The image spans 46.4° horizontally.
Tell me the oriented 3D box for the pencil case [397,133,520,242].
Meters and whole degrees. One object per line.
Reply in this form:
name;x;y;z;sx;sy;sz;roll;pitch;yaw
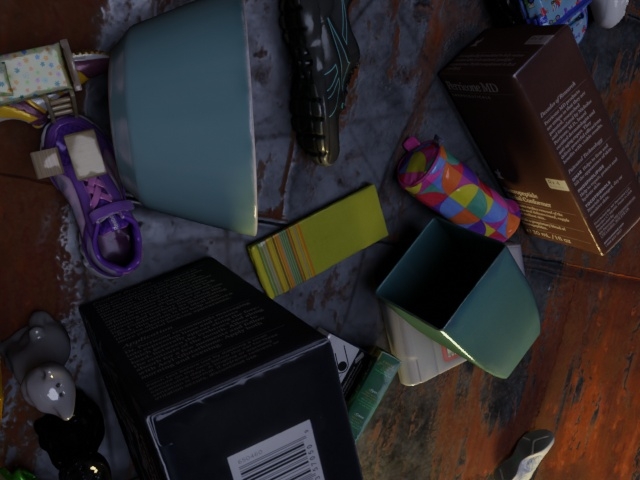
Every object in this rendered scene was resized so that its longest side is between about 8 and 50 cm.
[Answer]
pencil case;0.233;-0.080;1.253;0.236;0.104;0.104;34;85;-30

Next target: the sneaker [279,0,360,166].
sneaker;0.014;-0.243;1.095;0.106;0.101;0.267;-14;108;-27

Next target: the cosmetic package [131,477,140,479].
cosmetic package;-0.335;0.456;1.042;0.309;0.160;0.113;-19;109;-24

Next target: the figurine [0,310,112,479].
figurine;-0.332;0.217;0.956;0.092;0.209;0.214;-23;111;-22

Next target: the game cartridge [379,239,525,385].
game cartridge;0.249;0.116;1.334;0.294;0.060;0.196;-23;107;-22

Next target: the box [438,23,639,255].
box;0.381;-0.166;1.256;0.143;0.191;0.381;-42;117;-13

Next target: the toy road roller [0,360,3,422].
toy road roller;-0.493;0.108;0.882;0.203;0.240;0.329;-2;140;-28

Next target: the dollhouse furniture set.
dollhouse furniture set;-0.357;-0.129;0.853;0.182;0.101;0.160;-18;105;-16

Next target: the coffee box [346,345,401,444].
coffee box;0.069;0.266;1.240;0.040;0.113;0.184;30;88;2

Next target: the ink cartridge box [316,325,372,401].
ink cartridge box;-0.009;0.256;1.232;0.097;0.046;0.207;31;87;-29

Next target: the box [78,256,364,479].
box;-0.134;0.227;0.956;0.212;0.395;0.293;-21;110;-21

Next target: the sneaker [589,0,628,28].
sneaker;0.477;-0.487;1.303;0.095;0.090;0.235;-14;105;-11

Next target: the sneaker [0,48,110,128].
sneaker;-0.345;-0.188;0.939;0.186;0.069;0.083;-16;111;-15

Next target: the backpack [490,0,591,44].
backpack;0.380;-0.379;1.249;0.158;0.117;0.173;-35;118;-16

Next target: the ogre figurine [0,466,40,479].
ogre figurine;-0.446;0.353;0.987;0.118;0.197;0.097;-35;79;-2

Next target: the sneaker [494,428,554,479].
sneaker;0.414;0.443;1.504;0.152;0.054;0.061;-43;127;-6

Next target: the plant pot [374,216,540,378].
plant pot;0.245;0.113;1.214;0.165;0.165;0.234;-51;126;-9

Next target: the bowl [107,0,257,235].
bowl;-0.169;-0.154;0.934;0.163;0.311;0.311;-4;105;-6

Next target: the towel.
towel;0.000;0.000;1.193;0.237;0.021;0.102;-28;119;-21

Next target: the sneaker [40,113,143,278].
sneaker;-0.289;-0.051;0.978;0.095;0.104;0.236;-23;110;-20
